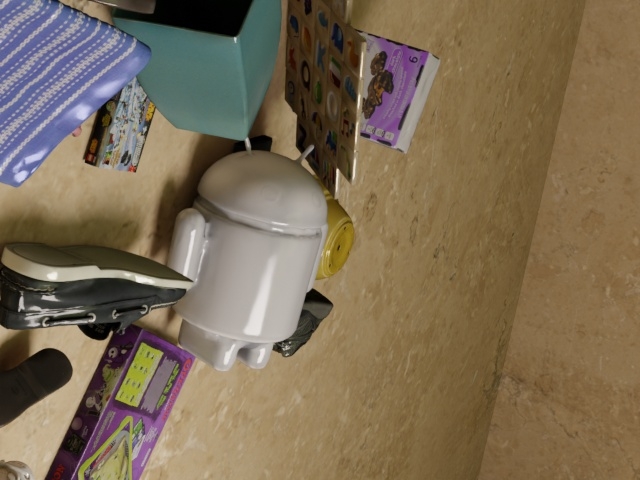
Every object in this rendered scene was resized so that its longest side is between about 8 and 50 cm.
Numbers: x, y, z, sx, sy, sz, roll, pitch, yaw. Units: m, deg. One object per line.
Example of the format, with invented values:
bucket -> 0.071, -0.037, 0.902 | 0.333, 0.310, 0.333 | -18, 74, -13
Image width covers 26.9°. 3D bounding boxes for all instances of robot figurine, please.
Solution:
robot figurine -> -0.108, 0.017, 2.006 | 0.300, 0.200, 0.353 | 1, 110, -49

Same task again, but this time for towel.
towel -> -0.337, -0.157, 1.389 | 0.243, 0.040, 0.336 | -39, 162, 14

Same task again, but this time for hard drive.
hard drive -> -0.117, -0.096, 2.119 | 0.094, 0.022, 0.135 | -25, 132, -59

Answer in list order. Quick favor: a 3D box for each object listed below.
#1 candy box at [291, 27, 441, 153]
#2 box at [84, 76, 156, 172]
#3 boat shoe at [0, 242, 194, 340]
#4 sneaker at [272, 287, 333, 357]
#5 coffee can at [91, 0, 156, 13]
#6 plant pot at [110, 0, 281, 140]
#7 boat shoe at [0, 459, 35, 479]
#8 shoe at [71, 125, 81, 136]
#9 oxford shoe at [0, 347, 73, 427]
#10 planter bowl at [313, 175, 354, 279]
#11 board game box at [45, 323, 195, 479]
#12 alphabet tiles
candy box -> 0.073, -0.252, 2.187 | 0.070, 0.196, 0.165 | 13, 98, -68
box -> -0.255, -0.159, 1.744 | 0.094, 0.027, 0.137 | 5, 104, -67
boat shoe -> -0.293, 0.075, 1.735 | 0.340, 0.127, 0.113 | 4, 107, -65
sneaker -> -0.077, 0.141, 2.329 | 0.227, 0.087, 0.130 | 14, 108, -59
coffee can -> -0.233, -0.392, 1.363 | 0.201, 0.201, 0.275 | -6, 114, -65
plant pot -> -0.144, -0.248, 1.717 | 0.234, 0.165, 0.165 | 84, 22, -54
boat shoe -> -0.415, 0.323, 1.721 | 0.096, 0.098, 0.277 | -59, 165, -24
shoe -> -0.315, -0.174, 1.547 | 0.178, 0.063, 0.081 | 28, 80, -71
oxford shoe -> -0.407, 0.202, 1.668 | 0.076, 0.076, 0.212 | -36, 169, 39
planter bowl -> 0.000, 0.000, 2.382 | 0.217, 0.090, 0.217 | -49, 150, -42
board game box -> -0.312, 0.303, 1.996 | 0.347, 0.056, 0.208 | -65, 153, -8
alphabet tiles -> 0.003, -0.249, 1.981 | 0.011, 0.285, 0.342 | -10, 125, -19
